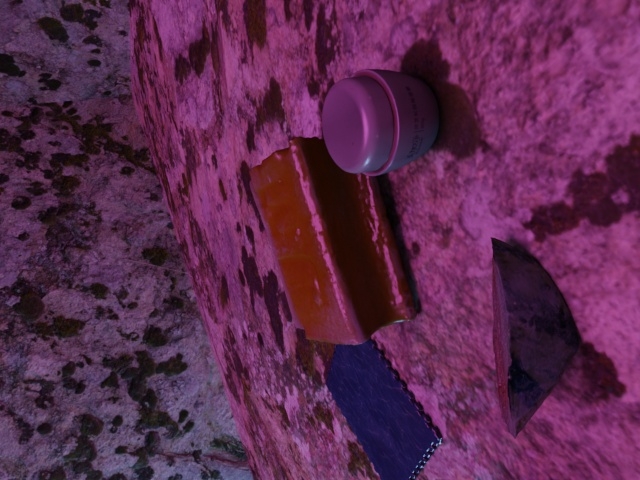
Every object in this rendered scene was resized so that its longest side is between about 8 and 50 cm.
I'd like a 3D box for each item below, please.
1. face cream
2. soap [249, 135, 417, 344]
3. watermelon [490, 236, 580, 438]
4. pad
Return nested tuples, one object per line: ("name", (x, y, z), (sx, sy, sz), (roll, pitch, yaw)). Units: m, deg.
("face cream", (0.066, -0.134, 0.508), (0.117, 0.104, 0.117), (37, 135, 50))
("soap", (0.000, 0.000, 0.685), (0.259, 0.143, 0.281), (-15, 95, 64))
("watermelon", (0.192, 0.088, 0.429), (0.094, 0.081, 0.180), (-179, 91, -79))
("pad", (0.091, 0.294, 0.794), (0.269, 0.012, 0.269), (51, 146, 39))
